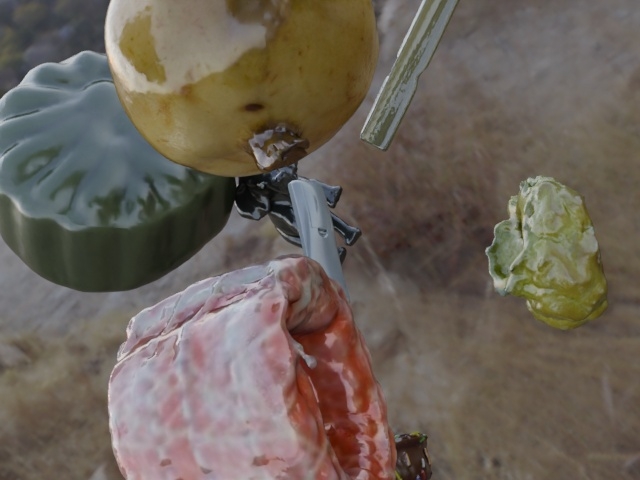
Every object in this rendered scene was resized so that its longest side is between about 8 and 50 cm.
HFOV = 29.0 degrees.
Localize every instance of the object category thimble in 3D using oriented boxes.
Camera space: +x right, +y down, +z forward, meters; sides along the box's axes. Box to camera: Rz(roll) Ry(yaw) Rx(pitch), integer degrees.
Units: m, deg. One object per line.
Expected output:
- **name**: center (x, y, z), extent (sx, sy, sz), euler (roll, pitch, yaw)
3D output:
- **thimble**: center (-0.043, 0.138, 0.953), extent (0.162, 0.239, 0.239), euler (-19, 35, 16)

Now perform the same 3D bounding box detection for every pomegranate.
- **pomegranate**: center (-0.084, -0.216, 1.301), extent (0.307, 0.307, 0.307), euler (-30, 31, 20)

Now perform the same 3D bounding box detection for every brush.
- **brush**: center (0.144, -0.277, 1.963), extent (0.282, 0.054, 0.048), euler (-64, -11, 14)

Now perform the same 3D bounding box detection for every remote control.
- **remote control**: center (0.000, 0.000, 1.534), extent (0.027, 0.050, 0.184), euler (-47, 46, 43)

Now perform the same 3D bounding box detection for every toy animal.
- **toy animal**: center (-0.040, -0.045, 1.770), extent (0.146, 0.245, 0.114), euler (33, 69, 30)

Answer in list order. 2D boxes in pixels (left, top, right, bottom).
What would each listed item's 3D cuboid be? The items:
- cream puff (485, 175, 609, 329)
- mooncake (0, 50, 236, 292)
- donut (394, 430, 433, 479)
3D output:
- **cream puff**: center (0.365, 0.023, 2.042), extent (0.185, 0.282, 0.282), euler (-17, 35, 11)
- **mooncake**: center (-0.293, -0.105, 1.693), extent (0.351, 0.187, 0.351), euler (3, 53, -4)
- **donut**: center (0.077, 0.384, 1.971), extent (0.235, 0.235, 0.089), euler (-31, 70, 19)
